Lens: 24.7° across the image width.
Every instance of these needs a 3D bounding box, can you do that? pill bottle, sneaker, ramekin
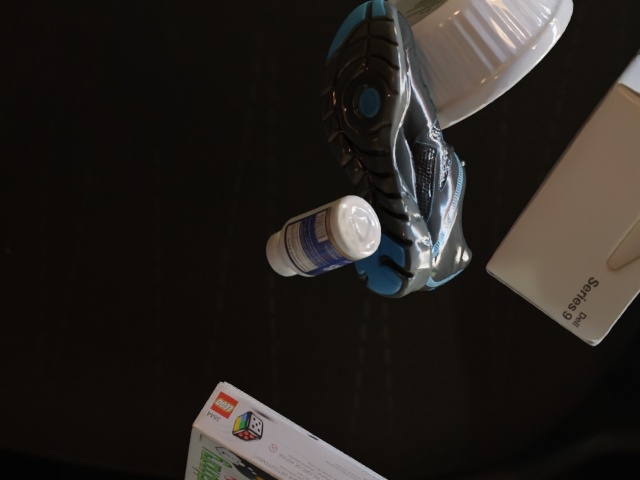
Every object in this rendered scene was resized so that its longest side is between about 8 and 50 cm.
[{"bbox_3d":[0.000,0.000,1.528,0.067,0.067,0.120,39,142,-27],"label":"pill bottle"},{"bbox_3d":[0.092,-0.108,1.701,0.139,0.125,0.341,-7,92,-44],"label":"sneaker"},{"bbox_3d":[0.171,-0.266,1.833,0.273,0.273,0.127,-39,108,4],"label":"ramekin"}]

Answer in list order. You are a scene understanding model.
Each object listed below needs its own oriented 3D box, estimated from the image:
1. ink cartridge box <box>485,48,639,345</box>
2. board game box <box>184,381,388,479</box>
[{"bbox_3d":[0.281,-0.063,1.309,0.121,0.289,0.211,35,117,7],"label":"ink cartridge box"},{"bbox_3d":[-0.031,0.236,1.355,0.193,0.305,0.053,31,69,6],"label":"board game box"}]
